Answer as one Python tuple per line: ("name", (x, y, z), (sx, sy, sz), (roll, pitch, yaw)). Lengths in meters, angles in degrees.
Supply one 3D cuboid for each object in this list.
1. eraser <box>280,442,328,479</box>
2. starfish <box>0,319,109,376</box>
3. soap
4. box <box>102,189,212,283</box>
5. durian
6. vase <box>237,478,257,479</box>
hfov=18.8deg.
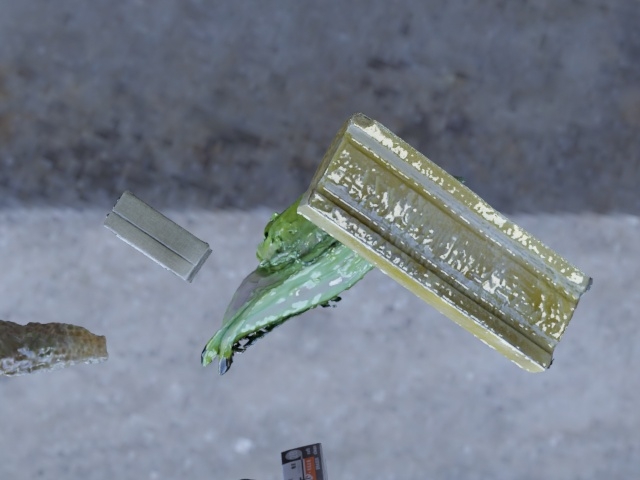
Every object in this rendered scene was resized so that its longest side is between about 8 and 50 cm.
("eraser", (-0.017, 0.282, 2.248), (0.052, 0.122, 0.029), (-15, 116, 3))
("starfish", (-0.423, 0.122, 2.235), (0.324, 0.432, 0.082), (29, 145, -3))
("soap", (0.100, 0.002, 1.537), (0.252, 0.092, 0.037), (35, 163, -18))
("box", (-0.128, -0.003, 1.508), (0.083, 0.035, 0.079), (34, 177, 0))
("durian", (0.005, 0.006, 1.995), (0.106, 0.375, 0.132), (35, 149, 30))
("vase", (-0.088, 0.220, 1.354), (0.120, 0.183, 0.120), (8, 107, 27))
